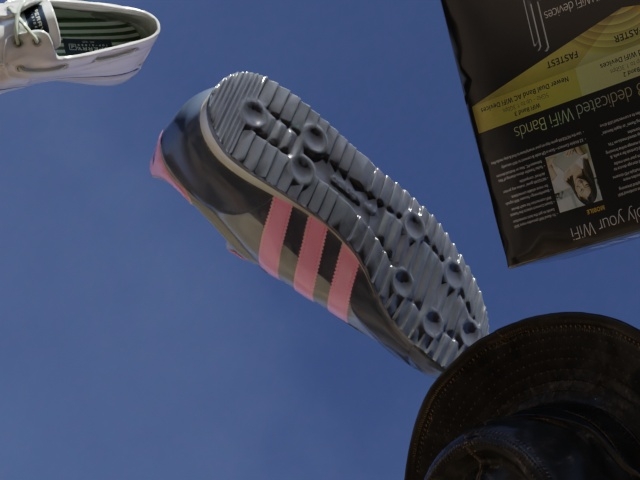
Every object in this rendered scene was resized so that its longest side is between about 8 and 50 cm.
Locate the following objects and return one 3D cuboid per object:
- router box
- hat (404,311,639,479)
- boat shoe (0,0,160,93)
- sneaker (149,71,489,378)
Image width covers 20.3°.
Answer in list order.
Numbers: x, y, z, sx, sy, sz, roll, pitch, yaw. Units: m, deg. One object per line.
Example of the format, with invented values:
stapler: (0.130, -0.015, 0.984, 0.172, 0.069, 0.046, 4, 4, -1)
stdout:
router box: (0.243, -0.133, 1.266, 0.309, 0.081, 0.243, -17, -97, 41)
hat: (0.158, 0.221, 1.254, 0.331, 0.134, 0.331, 5, -82, 36)
boat shoe: (-0.238, -0.170, 1.459, 0.076, 0.226, 0.083, -40, -114, 49)
sneaker: (0.000, 0.000, 1.434, 0.319, 0.112, 0.131, 46, -39, -17)
